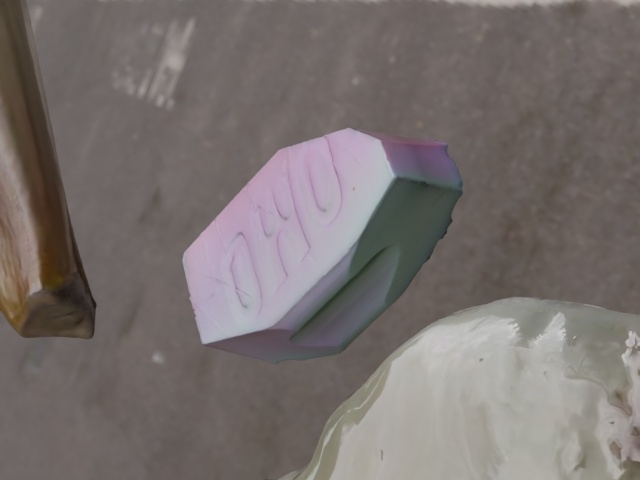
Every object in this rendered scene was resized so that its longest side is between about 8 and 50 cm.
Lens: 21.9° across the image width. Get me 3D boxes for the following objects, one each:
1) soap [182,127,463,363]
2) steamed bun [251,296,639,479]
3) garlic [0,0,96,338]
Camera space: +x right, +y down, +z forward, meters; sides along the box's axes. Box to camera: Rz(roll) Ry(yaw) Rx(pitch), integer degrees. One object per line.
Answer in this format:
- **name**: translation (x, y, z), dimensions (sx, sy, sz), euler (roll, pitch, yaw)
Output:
- **soap**: translation (0.000, 0.000, 1.697), dimensions (0.324, 0.109, 0.193), euler (-44, 48, 33)
- **steamed bun**: translation (0.122, 0.187, 0.688), dimensions (0.324, 0.309, 0.220), euler (-38, 42, 49)
- **garlic**: translation (-0.212, -0.080, 1.042), dimensions (0.143, 0.112, 0.318), euler (102, 143, -73)
